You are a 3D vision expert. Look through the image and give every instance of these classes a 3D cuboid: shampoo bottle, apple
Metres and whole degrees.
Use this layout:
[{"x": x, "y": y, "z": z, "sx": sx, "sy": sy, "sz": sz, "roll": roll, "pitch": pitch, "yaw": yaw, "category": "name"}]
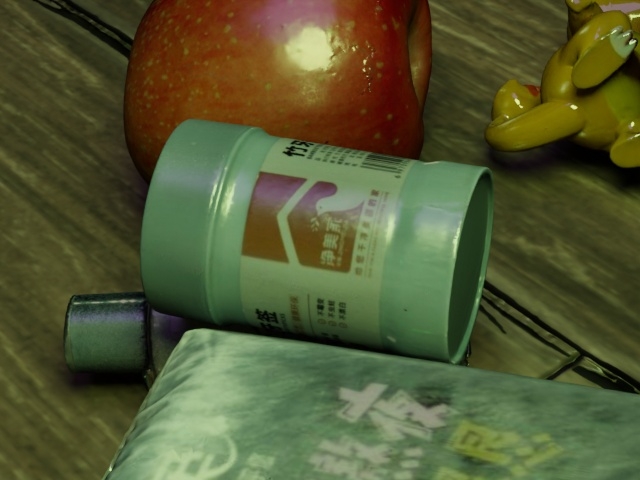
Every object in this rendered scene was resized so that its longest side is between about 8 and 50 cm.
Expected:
[{"x": -0.028, "y": 0.047, "z": 0.957, "sx": 0.214, "sy": 0.072, "sz": 0.072, "roll": -2, "pitch": 40, "yaw": 7, "category": "shampoo bottle"}, {"x": -0.020, "y": -0.094, "z": 1.040, "sx": 0.168, "sy": 0.181, "sz": 0.181, "roll": 4, "pitch": 41, "yaw": 15, "category": "apple"}]

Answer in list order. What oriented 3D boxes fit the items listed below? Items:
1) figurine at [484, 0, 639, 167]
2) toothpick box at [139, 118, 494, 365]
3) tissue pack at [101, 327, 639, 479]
[{"x": 0.159, "y": -0.100, "z": 1.097, "sx": 0.122, "sy": 0.121, "sz": 0.176, "roll": -22, "pitch": 18, "yaw": 26, "category": "figurine"}, {"x": 0.000, "y": 0.000, "z": 0.882, "sx": 0.153, "sy": 0.101, "sz": 0.101, "roll": 9, "pitch": 42, "yaw": 15, "category": "toothpick box"}, {"x": 0.067, "y": 0.165, "z": 0.765, "sx": 0.361, "sy": 0.122, "sz": 0.259, "roll": 6, "pitch": 40, "yaw": 19, "category": "tissue pack"}]
